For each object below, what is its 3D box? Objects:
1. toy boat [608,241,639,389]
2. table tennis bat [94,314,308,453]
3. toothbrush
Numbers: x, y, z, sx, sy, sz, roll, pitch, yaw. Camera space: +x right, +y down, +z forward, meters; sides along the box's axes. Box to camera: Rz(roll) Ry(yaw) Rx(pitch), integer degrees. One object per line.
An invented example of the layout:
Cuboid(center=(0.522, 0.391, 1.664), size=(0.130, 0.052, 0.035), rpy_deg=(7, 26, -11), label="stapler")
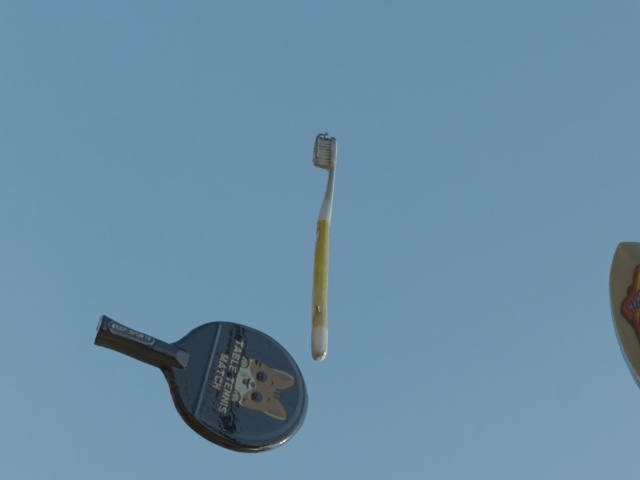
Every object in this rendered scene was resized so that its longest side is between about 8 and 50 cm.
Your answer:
Cuboid(center=(0.328, 0.105, 1.170), size=(0.295, 0.129, 0.088), rpy_deg=(58, -2, 37), label="toy boat")
Cuboid(center=(-0.121, 0.135, 1.445), size=(0.236, 0.150, 0.027), rpy_deg=(24, -42, -12), label="table tennis bat")
Cuboid(center=(0.000, 0.000, 1.428), size=(0.024, 0.288, 0.021), rpy_deg=(13, -40, -12), label="toothbrush")
